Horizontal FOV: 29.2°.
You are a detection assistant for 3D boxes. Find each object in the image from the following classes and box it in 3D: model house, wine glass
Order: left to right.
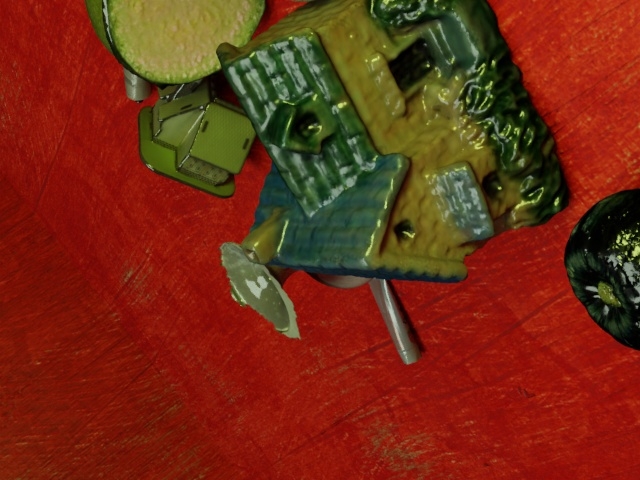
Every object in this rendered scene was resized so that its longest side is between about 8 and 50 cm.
[{"bbox_3d":[-0.199,-0.255,2.406,0.278,0.218,0.205,-48,35,32],"label":"model house"},{"bbox_3d":[0.000,0.000,2.161,0.238,0.323,0.238,39,154,24],"label":"wine glass"},{"bbox_3d":[0.062,-0.134,1.832,0.395,0.400,0.445,10,130,56],"label":"model house"}]

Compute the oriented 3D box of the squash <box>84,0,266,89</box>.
[{"bbox_3d":[-0.298,-0.460,2.153,0.309,0.310,0.310,39,151,47],"label":"squash"}]

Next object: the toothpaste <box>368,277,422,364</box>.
[{"bbox_3d":[0.144,0.151,2.428,0.067,0.043,0.194,-3,115,60],"label":"toothpaste"}]

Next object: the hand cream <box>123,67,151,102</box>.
[{"bbox_3d":[-0.397,-0.377,2.631,0.087,0.054,0.186,28,137,33],"label":"hand cream"}]

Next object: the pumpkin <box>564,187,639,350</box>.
[{"bbox_3d":[0.445,0.039,1.690,0.233,0.163,0.233,47,158,26],"label":"pumpkin"}]
